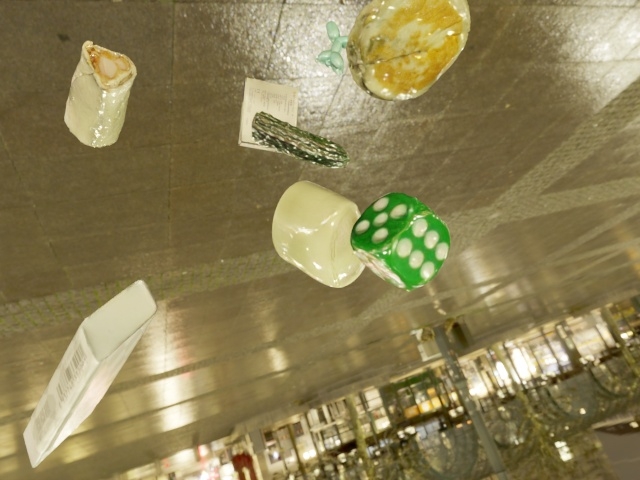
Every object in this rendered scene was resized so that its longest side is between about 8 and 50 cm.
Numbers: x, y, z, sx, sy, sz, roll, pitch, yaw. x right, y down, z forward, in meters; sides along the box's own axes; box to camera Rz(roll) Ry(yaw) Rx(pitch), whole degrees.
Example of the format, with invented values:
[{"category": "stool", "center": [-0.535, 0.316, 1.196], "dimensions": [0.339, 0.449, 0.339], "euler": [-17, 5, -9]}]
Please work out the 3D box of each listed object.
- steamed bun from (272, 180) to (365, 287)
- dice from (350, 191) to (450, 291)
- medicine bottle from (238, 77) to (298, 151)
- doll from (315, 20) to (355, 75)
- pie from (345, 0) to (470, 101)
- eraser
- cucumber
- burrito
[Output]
[{"category": "steamed bun", "center": [0.000, 0.000, 1.078], "dimensions": [0.155, 0.200, 0.250], "euler": [-46, 148, -19]}, {"category": "dice", "center": [0.140, 0.002, 0.848], "dimensions": [0.131, 0.120, 0.128], "euler": [-50, 122, -9]}, {"category": "medicine bottle", "center": [-0.151, -0.368, 1.442], "dimensions": [0.171, 0.201, 0.052], "euler": [5, 174, -19]}, {"category": "doll", "center": [0.061, -0.570, 1.432], "dimensions": [0.159, 0.159, 0.059], "euler": [-4, 170, 6]}, {"category": "pie", "center": [0.212, -0.480, 1.173], "dimensions": [0.338, 0.077, 0.339], "euler": [-15, 148, -10]}, {"category": "eraser", "center": [-0.473, 0.271, 0.985], "dimensions": [0.397, 0.082, 0.213], "euler": [-51, -179, 28]}, {"category": "cucumber", "center": [-0.042, -0.222, 1.126], "dimensions": [0.265, 0.077, 0.077], "euler": [18, 143, -22]}, {"category": "burrito", "center": [-0.504, -0.314, 1.102], "dimensions": [0.105, 0.143, 0.299], "euler": [-35, -177, -37]}]
